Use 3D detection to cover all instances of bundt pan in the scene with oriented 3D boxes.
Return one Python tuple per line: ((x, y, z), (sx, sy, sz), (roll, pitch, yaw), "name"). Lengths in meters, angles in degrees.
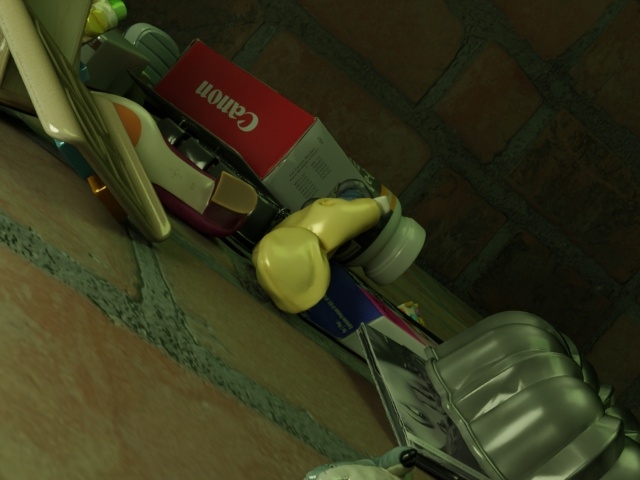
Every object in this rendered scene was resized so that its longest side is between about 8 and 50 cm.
((0.257, 0.203, 1.204), (0.331, 0.124, 0.331), (47, 10, -11), "bundt pan")

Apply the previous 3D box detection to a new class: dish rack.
((-0.115, -0.061, 1.532), (0.208, 0.074, 0.271), (41, 3, 14), "dish rack")

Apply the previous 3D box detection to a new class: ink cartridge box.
((0.094, 0.128, 1.473), (0.371, 0.069, 0.176), (34, 7, -30), "ink cartridge box")
((-0.112, -0.170, 1.793), (0.309, 0.130, 0.272), (37, -7, 37), "ink cartridge box")

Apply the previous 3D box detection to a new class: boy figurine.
((0.000, 0.000, 1.347), (0.092, 0.177, 0.285), (60, 18, -8), "boy figurine")

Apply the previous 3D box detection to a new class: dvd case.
((0.123, 0.180, 1.189), (0.164, 0.018, 0.221), (33, 17, -24), "dvd case")

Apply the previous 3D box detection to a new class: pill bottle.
((0.041, -0.052, 2.056), (0.278, 0.162, 0.162), (38, 6, -17), "pill bottle")

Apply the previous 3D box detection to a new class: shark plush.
((0.030, 0.159, 0.803), (0.067, 0.073, 0.161), (10, 7, 7), "shark plush")

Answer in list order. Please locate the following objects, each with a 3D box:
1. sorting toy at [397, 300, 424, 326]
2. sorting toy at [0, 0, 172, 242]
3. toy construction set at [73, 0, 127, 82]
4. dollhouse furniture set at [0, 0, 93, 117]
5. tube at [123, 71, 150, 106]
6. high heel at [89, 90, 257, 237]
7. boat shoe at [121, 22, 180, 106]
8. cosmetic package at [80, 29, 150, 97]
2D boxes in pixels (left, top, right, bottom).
((0.153, 0.142, 1.917), (0.075, 0.045, 0.083), (61, 11, 15), "sorting toy")
((-0.216, -0.107, 1.037), (0.193, 0.038, 0.208), (61, 3, 30), "sorting toy")
((-0.265, -0.325, 1.317), (0.215, 0.328, 0.151), (56, 39, -1), "toy construction set")
((-0.413, -0.247, 1.138), (0.355, 0.174, 0.303), (15, -2, 21), "dollhouse furniture set")
((-0.373, -0.314, 1.909), (0.240, 0.062, 0.070), (40, 10, 3), "tube")
((-0.189, -0.080, 1.296), (0.244, 0.082, 0.117), (24, -23, -14), "high heel")
((-0.294, -0.285, 2.043), (0.094, 0.109, 0.302), (26, -14, 21), "boat shoe")
((-0.349, -0.289, 1.755), (0.117, 0.085, 0.231), (40, 7, 7), "cosmetic package")
